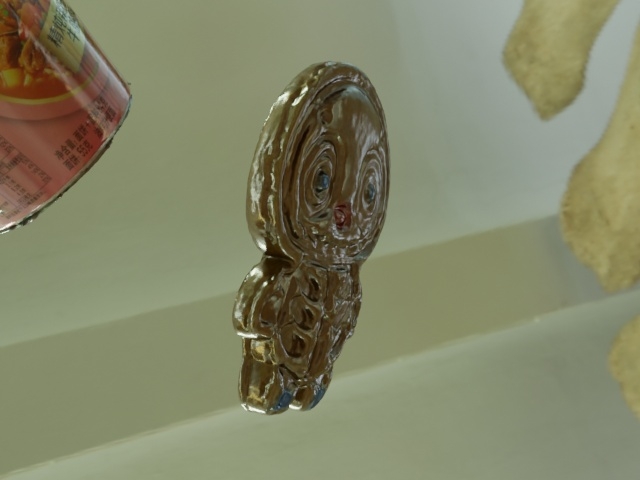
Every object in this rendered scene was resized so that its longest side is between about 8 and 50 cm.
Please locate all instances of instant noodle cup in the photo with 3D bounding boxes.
[{"bbox_3d":[-0.281,-0.145,0.969,0.255,0.244,0.244,46,-125,-27],"label":"instant noodle cup"}]

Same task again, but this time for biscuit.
[{"bbox_3d":[0.000,0.000,0.643,0.124,0.026,0.175,6,-86,-62],"label":"biscuit"}]
